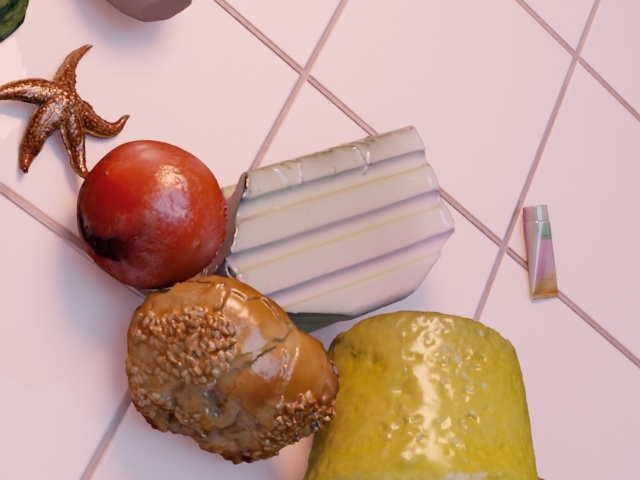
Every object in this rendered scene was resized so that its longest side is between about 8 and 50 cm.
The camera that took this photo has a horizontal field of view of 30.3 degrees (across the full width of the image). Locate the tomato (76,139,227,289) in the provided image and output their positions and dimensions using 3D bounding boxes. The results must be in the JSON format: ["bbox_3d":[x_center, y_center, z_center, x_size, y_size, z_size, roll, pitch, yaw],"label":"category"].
[{"bbox_3d":[-0.238,-0.035,1.636,0.184,0.208,0.208,0,77,-41],"label":"tomato"}]

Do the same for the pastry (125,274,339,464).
[{"bbox_3d":[-0.128,0.193,1.621,0.311,0.255,0.162,37,34,-21],"label":"pastry"}]

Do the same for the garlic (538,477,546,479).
[{"bbox_3d":[0.347,0.536,1.861,0.317,0.259,0.317,14,53,-19],"label":"garlic"}]

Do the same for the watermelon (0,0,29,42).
[{"bbox_3d":[-0.510,-0.389,1.606,0.213,0.201,0.261,-13,126,-38],"label":"watermelon"}]

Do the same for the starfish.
[{"bbox_3d":[-0.368,-0.194,1.685,0.213,0.057,0.238,27,63,-36],"label":"starfish"}]

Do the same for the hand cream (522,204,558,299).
[{"bbox_3d":[0.409,0.022,2.200,0.076,0.047,0.174,-4,88,-38],"label":"hand cream"}]

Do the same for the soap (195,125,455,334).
[{"bbox_3d":[0.000,0.000,1.831,0.446,0.156,0.261,-19,89,-39],"label":"soap"}]

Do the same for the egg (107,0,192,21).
[{"bbox_3d":[-0.267,-0.443,1.756,0.176,0.176,0.231,-6,73,-37],"label":"egg"}]

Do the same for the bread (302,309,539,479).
[{"bbox_3d":[0.142,0.285,1.748,0.348,0.348,0.307,17,58,-32],"label":"bread"}]
